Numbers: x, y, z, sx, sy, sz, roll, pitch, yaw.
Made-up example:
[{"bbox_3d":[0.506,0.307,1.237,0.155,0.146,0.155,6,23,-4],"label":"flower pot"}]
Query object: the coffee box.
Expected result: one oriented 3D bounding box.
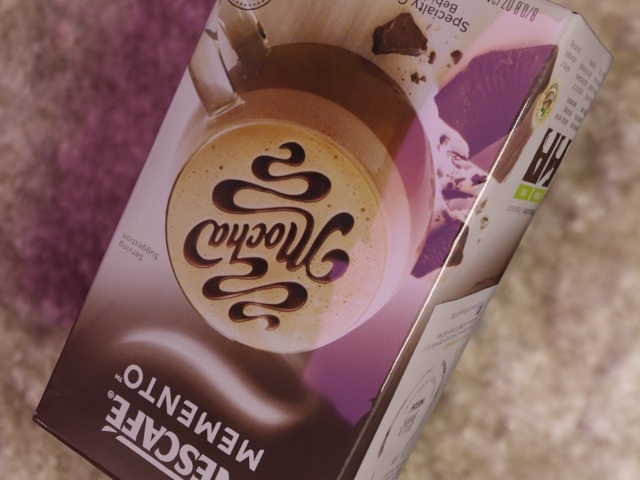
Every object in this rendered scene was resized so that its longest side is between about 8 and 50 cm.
[{"bbox_3d":[0.000,0.000,0.558,0.168,0.119,0.297,29,100,21],"label":"coffee box"}]
